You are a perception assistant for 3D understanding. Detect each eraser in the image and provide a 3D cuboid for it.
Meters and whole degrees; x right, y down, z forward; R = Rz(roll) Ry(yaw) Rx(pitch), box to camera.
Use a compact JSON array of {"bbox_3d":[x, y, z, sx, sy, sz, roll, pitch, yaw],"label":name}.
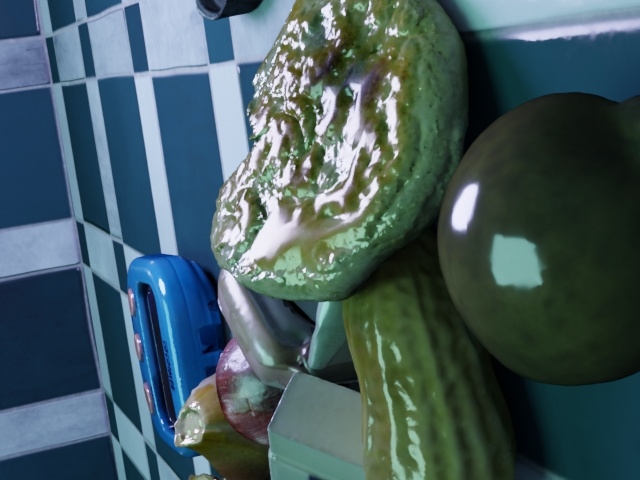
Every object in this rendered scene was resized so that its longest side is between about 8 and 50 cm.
[{"bbox_3d":[0.016,0.248,1.144,0.124,0.081,0.279,20,149,14],"label":"eraser"}]

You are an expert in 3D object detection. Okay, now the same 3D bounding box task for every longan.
[{"bbox_3d":[0.163,-0.008,0.679,0.204,0.159,0.185,-48,53,44],"label":"longan"}]

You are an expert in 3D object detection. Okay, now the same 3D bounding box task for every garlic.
[{"bbox_3d":[-0.112,0.271,1.525,0.145,0.164,0.245,53,167,33],"label":"garlic"}]

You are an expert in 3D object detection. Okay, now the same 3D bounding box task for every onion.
[{"bbox_3d":[-0.031,0.160,1.277,0.195,0.159,0.159,-22,80,55],"label":"onion"}]

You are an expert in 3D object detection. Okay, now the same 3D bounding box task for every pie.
[{"bbox_3d":[0.010,-0.101,0.981,0.337,0.075,0.337,-26,54,43],"label":"pie"}]

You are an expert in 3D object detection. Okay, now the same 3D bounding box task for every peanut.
[{"bbox_3d":[0.088,0.119,0.966,0.147,0.147,0.305,152,107,-68],"label":"peanut"}]

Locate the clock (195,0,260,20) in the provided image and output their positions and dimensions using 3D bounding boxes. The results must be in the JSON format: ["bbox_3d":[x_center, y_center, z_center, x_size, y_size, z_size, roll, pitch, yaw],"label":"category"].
[{"bbox_3d":[-0.131,-0.418,1.370,0.280,0.055,0.280,169,90,-70],"label":"clock"}]

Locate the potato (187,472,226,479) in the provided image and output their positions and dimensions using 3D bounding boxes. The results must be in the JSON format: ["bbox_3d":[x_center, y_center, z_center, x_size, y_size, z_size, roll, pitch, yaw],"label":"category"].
[{"bbox_3d":[-0.100,0.444,1.494,0.242,0.242,0.285,58,132,44],"label":"potato"}]

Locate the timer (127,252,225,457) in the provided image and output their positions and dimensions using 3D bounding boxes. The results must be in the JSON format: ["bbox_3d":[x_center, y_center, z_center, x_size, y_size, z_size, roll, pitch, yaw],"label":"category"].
[{"bbox_3d":[-0.242,0.191,1.882,0.309,0.115,0.340,-177,77,-70],"label":"timer"}]

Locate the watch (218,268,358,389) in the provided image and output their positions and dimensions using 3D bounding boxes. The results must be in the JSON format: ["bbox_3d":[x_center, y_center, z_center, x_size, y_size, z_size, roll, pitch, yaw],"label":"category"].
[{"bbox_3d":[0.000,0.000,1.152,0.253,0.162,0.241,56,137,40],"label":"watch"}]
